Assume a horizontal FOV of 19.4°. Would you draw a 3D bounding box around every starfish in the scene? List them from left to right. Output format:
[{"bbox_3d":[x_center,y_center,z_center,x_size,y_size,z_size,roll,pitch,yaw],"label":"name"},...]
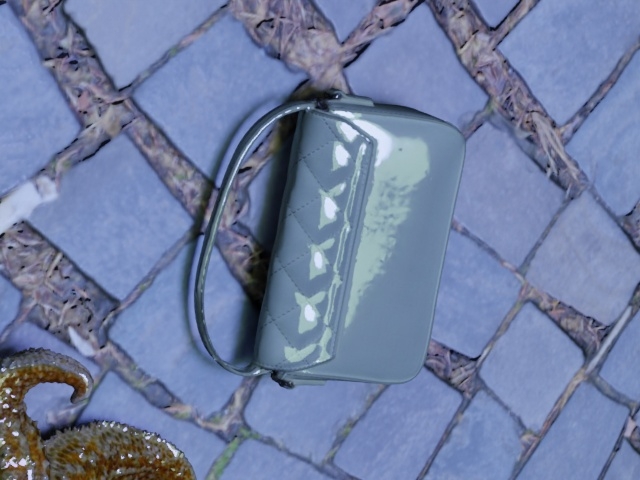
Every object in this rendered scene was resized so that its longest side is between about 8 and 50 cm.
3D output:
[{"bbox_3d":[-0.230,0.238,1.429,0.312,0.113,0.303,-46,128,-20],"label":"starfish"}]

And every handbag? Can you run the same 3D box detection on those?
[{"bbox_3d":[0.000,0.000,1.556,0.219,0.079,0.256,5,102,-29],"label":"handbag"}]
